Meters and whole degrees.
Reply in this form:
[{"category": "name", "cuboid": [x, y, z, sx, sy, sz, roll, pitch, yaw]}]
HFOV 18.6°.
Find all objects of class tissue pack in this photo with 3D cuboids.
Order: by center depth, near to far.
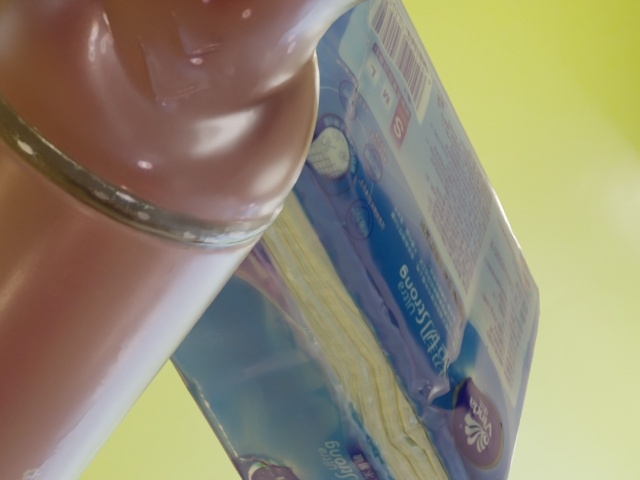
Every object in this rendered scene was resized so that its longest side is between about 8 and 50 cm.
[{"category": "tissue pack", "cuboid": [0.000, 0.000, 1.024, 0.263, 0.146, 0.198, 63, 27, -29]}]

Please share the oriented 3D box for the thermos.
[{"category": "thermos", "cuboid": [-0.103, 0.001, 0.578, 0.136, 0.330, 0.109, 43, 26, 10]}]
